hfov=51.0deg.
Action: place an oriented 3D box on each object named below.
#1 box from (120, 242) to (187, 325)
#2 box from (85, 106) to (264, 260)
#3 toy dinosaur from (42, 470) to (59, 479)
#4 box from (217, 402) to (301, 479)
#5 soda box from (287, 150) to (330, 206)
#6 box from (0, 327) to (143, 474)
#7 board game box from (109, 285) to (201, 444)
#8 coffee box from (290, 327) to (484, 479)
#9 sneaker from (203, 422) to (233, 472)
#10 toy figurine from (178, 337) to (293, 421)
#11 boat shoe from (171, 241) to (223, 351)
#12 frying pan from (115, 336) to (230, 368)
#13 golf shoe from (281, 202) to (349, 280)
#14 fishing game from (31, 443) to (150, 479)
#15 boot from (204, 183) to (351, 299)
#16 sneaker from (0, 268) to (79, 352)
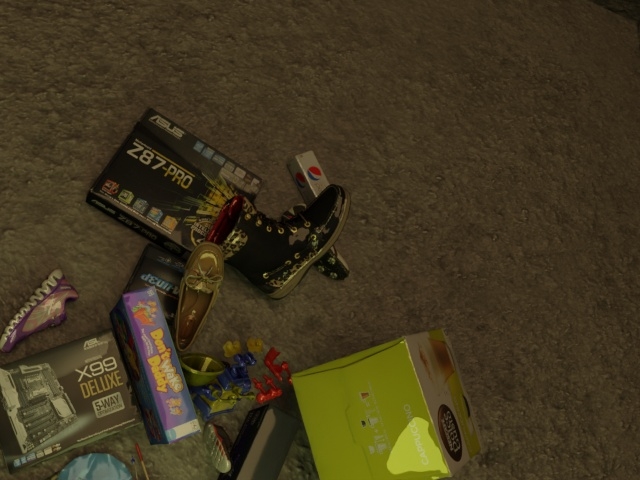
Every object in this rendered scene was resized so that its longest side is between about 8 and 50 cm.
[{"bbox_3d":[-0.403,0.131,1.810,0.220,0.051,0.175,28,63,-15],"label":"box"},{"bbox_3d":[-0.397,-0.138,1.883,0.395,0.097,0.318,33,59,-13],"label":"box"},{"bbox_3d":[-0.719,0.589,1.482,0.268,0.064,0.118,0,76,-24],"label":"toy dinosaur"},{"bbox_3d":[-0.168,0.559,1.693,0.103,0.184,0.261,32,61,-13],"label":"box"},{"bbox_3d":[-0.019,-0.166,2.089,0.069,0.074,0.216,-24,83,-30],"label":"soda box"},{"bbox_3d":[-0.603,0.372,1.581,0.308,0.076,0.242,-18,81,-18],"label":"box"},{"bbox_3d":[-0.399,0.304,1.592,0.078,0.233,0.347,-16,81,-28],"label":"board game box"},{"bbox_3d":[0.180,0.444,1.741,0.334,0.338,0.337,8,62,-63],"label":"coffee box"},{"bbox_3d":[-0.245,0.521,1.705,0.065,0.061,0.158,12,24,-33],"label":"sneaker"},{"bbox_3d":[-0.241,0.395,1.688,0.191,0.217,0.362,45,20,25],"label":"toy figurine"},{"bbox_3d":[-0.311,0.145,1.714,0.105,0.089,0.285,13,100,-12],"label":"boat shoe"},{"bbox_3d":[-0.418,0.310,1.739,0.326,0.053,0.197,-22,83,-32],"label":"frying pan"},{"bbox_3d":[0.000,0.000,2.026,0.273,0.105,0.120,45,52,-5],"label":"golf shoe"},{"bbox_3d":[-0.535,0.599,1.587,0.264,0.041,0.189,-19,81,-22],"label":"fishing game"},{"bbox_3d":[-0.115,-0.040,1.830,0.284,0.138,0.377,33,101,-36],"label":"boot"},{"bbox_3d":[-0.680,0.184,1.638,0.104,0.095,0.236,42,58,-16],"label":"sneaker"}]
